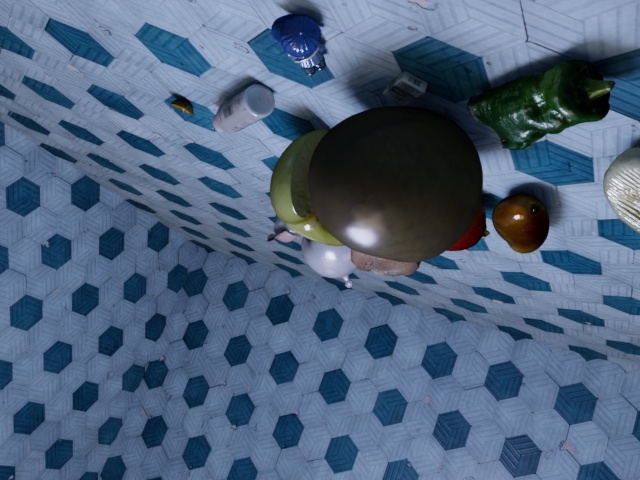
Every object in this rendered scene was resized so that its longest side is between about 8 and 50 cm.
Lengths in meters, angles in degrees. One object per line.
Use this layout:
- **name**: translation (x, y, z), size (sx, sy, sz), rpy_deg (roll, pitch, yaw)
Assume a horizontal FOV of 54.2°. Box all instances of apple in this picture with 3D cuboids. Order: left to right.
- **apple**: translation (0.021, -0.132, 1.557), size (0.292, 0.254, 0.292), rpy_deg (18, 152, 10)

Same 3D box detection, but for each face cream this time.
- **face cream**: translation (-0.203, -0.319, 1.564), size (0.082, 0.081, 0.269), rpy_deg (28, 165, -25)

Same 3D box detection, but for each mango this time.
- **mango**: translation (0.488, -0.044, 1.528), size (0.133, 0.110, 0.267), rpy_deg (-1, 158, 19)

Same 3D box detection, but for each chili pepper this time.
- **chili pepper**: translation (0.372, -0.224, 1.035), size (0.136, 0.099, 0.270), rpy_deg (50, 166, -12)

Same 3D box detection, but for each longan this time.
- **longan**: translation (0.156, -0.115, 1.288), size (0.361, 0.360, 0.361), rpy_deg (20, 167, 5)

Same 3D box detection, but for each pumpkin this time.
- **pumpkin**: translation (-0.379, -0.374, 1.734), size (0.050, 0.028, 0.083), rpy_deg (20, 176, 14)

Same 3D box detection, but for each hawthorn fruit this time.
- **hawthorn fruit**: translation (0.351, -0.048, 1.628), size (0.188, 0.168, 0.169), rpy_deg (21, 168, -19)

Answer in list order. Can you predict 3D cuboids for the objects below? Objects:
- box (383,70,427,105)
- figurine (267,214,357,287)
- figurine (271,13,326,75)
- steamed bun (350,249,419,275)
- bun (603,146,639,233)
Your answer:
- **box**: translation (0.164, -0.295, 1.218), size (0.054, 0.024, 0.083), rpy_deg (23, 167, -16)
- **figurine**: translation (-0.004, 0.000, 2.247), size (0.362, 0.210, 0.253), rpy_deg (30, 168, -22)
- **figurine**: translation (-0.033, -0.359, 1.163), size (0.086, 0.087, 0.149), rpy_deg (-20, 158, 7)
- **steamed bun**: translation (0.214, 0.020, 2.018), size (0.252, 0.199, 0.301), rpy_deg (17, 165, 18)
- **bun**: translation (0.624, -0.095, 1.119), size (0.222, 0.128, 0.222), rpy_deg (49, 168, 14)
